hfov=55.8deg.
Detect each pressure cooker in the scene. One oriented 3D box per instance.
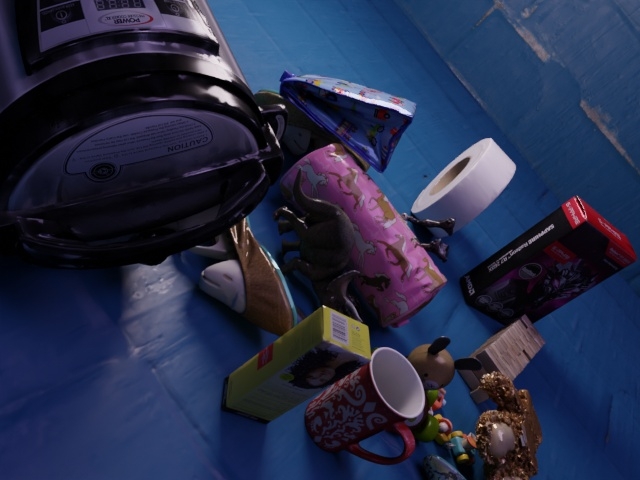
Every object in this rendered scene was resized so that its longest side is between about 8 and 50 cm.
[{"bbox_3d":[-0.267,-0.162,0.801,0.375,0.369,0.421,21,40,-62],"label":"pressure cooker"}]

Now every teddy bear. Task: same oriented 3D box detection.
[{"bbox_3d":[0.344,0.386,1.151,0.245,0.113,0.338,68,24,-9],"label":"teddy bear"}]

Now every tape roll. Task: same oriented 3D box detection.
[{"bbox_3d":[0.376,-0.139,1.610,0.100,0.286,0.286,44,33,-7],"label":"tape roll"}]

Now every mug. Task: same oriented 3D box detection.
[{"bbox_3d":[0.062,0.267,0.925,0.113,0.169,0.150,30,38,-27],"label":"mug"}]

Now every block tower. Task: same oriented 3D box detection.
[{"bbox_3d":[0.436,0.270,1.436,0.097,0.091,0.335,55,33,11],"label":"block tower"}]

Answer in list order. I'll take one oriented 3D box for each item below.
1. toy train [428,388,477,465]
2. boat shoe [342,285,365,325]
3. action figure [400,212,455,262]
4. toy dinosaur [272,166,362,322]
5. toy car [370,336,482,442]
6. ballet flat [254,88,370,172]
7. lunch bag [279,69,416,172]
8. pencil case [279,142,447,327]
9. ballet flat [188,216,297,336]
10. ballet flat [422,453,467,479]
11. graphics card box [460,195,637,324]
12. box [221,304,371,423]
[{"bbox_3d":[0.260,0.355,1.182,0.166,0.046,0.125,47,33,-2],"label":"toy train"},{"bbox_3d":[0.060,0.132,1.179,0.049,0.040,0.142,18,43,-38],"label":"boat shoe"},{"bbox_3d":[0.155,-0.020,1.360,0.275,0.141,0.164,13,65,11],"label":"action figure"},{"bbox_3d":[0.000,0.000,1.093,0.160,0.314,0.121,2,28,5],"label":"toy dinosaur"},{"bbox_3d":[0.190,0.245,1.077,0.155,0.188,0.149,35,35,-18],"label":"toy car"},{"bbox_3d":[-0.012,-0.239,1.427,0.348,0.123,0.123,20,42,-34],"label":"ballet flat"},{"bbox_3d":[0.047,-0.291,1.296,0.293,0.138,0.221,29,22,1],"label":"lunch bag"},{"bbox_3d":[0.085,-0.008,1.217,0.160,0.167,0.386,-36,81,-12],"label":"pencil case"},{"bbox_3d":[-0.154,0.018,0.999,0.124,0.116,0.342,-8,61,-30],"label":"ballet flat"},{"bbox_3d":[0.242,0.455,1.046,0.188,0.070,0.070,44,33,-2],"label":"ballet flat"},{"bbox_3d":[0.572,0.073,1.540,0.232,0.371,0.094,29,37,-30],"label":"graphics card box"},{"bbox_3d":[-0.039,0.179,0.838,0.087,0.232,0.058,27,41,-28],"label":"box"}]
